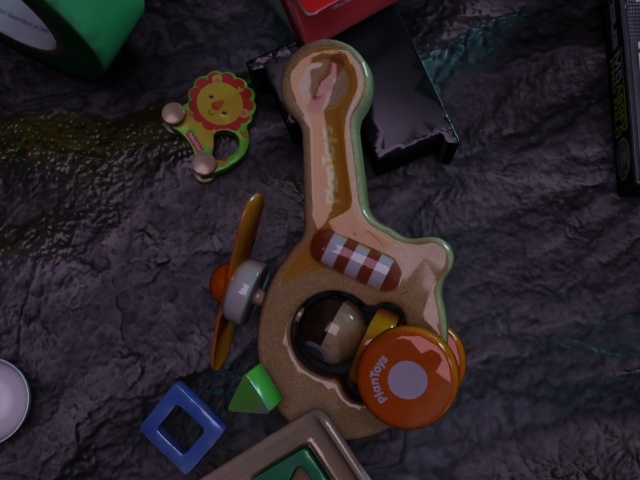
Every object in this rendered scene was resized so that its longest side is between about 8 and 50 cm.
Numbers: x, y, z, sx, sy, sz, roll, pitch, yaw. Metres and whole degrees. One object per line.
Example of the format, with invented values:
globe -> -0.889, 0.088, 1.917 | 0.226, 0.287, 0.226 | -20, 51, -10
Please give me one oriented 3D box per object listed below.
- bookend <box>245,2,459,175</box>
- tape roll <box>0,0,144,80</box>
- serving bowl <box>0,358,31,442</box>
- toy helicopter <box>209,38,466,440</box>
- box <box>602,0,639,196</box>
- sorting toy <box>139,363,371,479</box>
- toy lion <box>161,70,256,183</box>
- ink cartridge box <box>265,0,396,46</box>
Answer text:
bookend -> 0.031, -0.126, 0.818 | 0.156, 0.072, 0.157 | -23, 79, -2
tape roll -> -0.313, -0.266, 0.733 | 0.321, 0.321, 0.077 | 29, 81, 8
serving bowl -> -0.315, 0.155, 0.795 | 0.083, 0.027, 0.083 | 0, 78, 2
toy helicopter -> 0.000, 0.000, 0.746 | 0.235, 0.140, 0.354 | -5, 88, 13
box -> 0.425, -0.155, 0.811 | 0.270, 0.060, 0.216 | -1, 81, 2
sorting toy -> -0.026, 0.265, 0.704 | 0.196, 0.047, 0.347 | -35, 87, 20
toy lion -> -0.105, -0.121, 0.846 | 0.096, 0.034, 0.100 | -29, 79, -12
ink cartridge box -> 0.004, -0.273, 0.798 | 0.134, 0.078, 0.231 | -30, 51, -4
